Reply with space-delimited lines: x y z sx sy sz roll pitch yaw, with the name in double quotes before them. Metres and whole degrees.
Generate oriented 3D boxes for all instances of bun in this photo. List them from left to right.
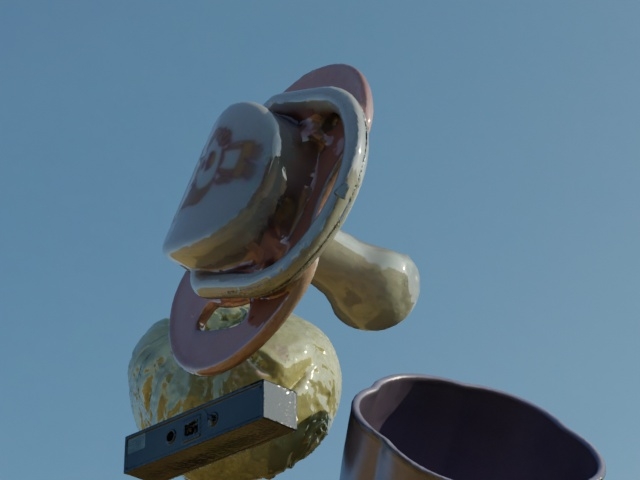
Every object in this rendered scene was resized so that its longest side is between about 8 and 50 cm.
"bun" -0.099 0.151 1.770 0.244 0.244 0.153 -14 -57 4

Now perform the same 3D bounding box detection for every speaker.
"speaker" -0.104 0.178 1.540 0.191 0.040 0.046 -25 -38 37

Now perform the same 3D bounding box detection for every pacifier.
"pacifier" -0.032 -0.012 1.579 0.220 0.332 0.273 12 -23 23

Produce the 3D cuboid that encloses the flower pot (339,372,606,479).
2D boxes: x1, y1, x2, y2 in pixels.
"flower pot" 0.132 0.299 1.697 0.265 0.265 0.243 7 -73 -26
